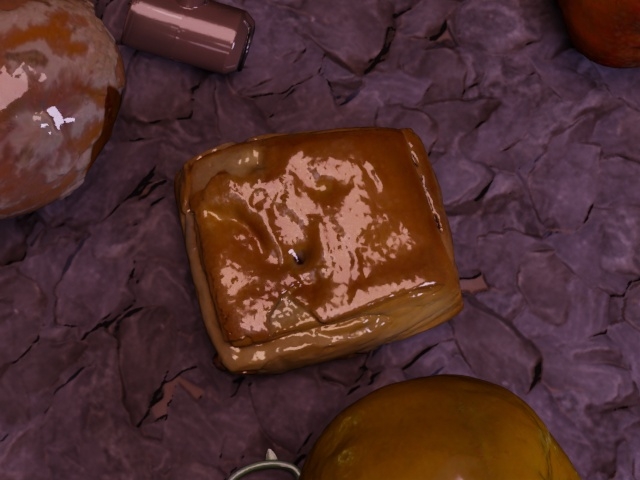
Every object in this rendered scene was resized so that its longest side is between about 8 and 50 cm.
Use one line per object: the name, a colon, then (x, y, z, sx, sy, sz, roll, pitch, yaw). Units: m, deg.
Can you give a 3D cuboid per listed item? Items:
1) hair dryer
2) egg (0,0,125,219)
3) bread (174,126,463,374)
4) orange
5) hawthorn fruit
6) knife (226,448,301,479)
hair dryer: (-0.104, -0.239, 1.730, 0.117, 0.181, 0.064, 16, 33, -3)
egg: (-0.272, -0.114, 1.659, 0.195, 0.195, 0.233, 39, 70, 4)
bread: (0.000, 0.000, 1.707, 0.235, 0.099, 0.210, -12, 77, -10)
orange: (0.101, 0.245, 1.574, 0.235, 0.279, 0.279, -22, 77, 18)
hawthorn fruit: (0.258, -0.291, 1.810, 0.165, 0.165, 0.285, -26, 64, -13)
knife: (0.018, 0.196, 1.701, 0.212, 0.015, 0.054, -12, 69, -9)
